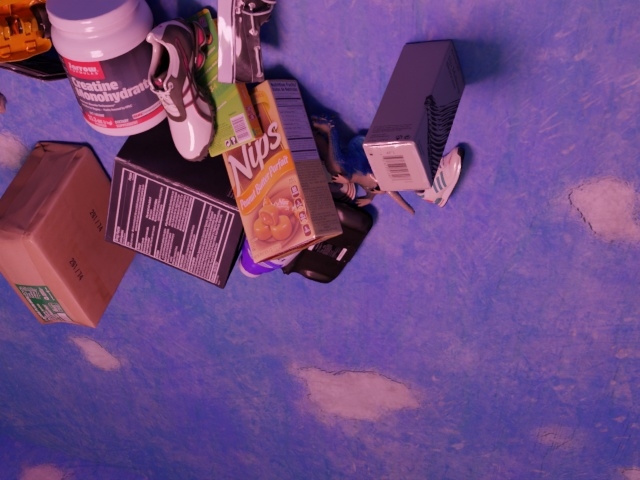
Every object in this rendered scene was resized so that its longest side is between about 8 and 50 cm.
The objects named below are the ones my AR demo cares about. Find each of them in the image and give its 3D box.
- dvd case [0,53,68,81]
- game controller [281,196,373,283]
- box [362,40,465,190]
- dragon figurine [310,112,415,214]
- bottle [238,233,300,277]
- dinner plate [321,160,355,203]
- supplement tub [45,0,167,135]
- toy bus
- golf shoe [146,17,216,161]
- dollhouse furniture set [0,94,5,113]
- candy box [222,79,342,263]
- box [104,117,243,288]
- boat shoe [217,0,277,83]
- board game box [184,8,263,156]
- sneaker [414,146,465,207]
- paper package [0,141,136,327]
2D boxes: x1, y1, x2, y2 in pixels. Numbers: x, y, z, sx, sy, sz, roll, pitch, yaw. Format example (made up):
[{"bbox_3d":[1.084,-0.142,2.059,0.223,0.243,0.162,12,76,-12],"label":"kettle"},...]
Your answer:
[{"bbox_3d":[-0.576,-0.351,1.937,0.164,0.221,0.018,18,105,7],"label":"dvd case"},{"bbox_3d":[0.000,0.000,2.169,0.166,0.067,0.319,13,149,-12],"label":"game controller"},{"bbox_3d":[0.164,-0.215,1.654,0.094,0.275,0.113,-1,137,27],"label":"box"},{"bbox_3d":[0.083,-0.153,1.917,0.289,0.144,0.085,18,151,-18],"label":"dragon figurine"},{"bbox_3d":[-0.104,0.002,2.102,0.118,0.092,0.283,39,148,-5],"label":"bottle"},{"bbox_3d":[0.008,-0.123,2.054,0.141,0.017,0.141,13,141,11],"label":"dinner plate"},{"bbox_3d":[-0.394,-0.352,1.840,0.191,0.191,0.272,8,140,18],"label":"supplement tub"},{"bbox_3d":[-0.606,-0.475,1.819,0.211,0.149,0.220,47,146,38],"label":"toy bus"},{"bbox_3d":[-0.272,-0.275,1.815,0.105,0.120,0.273,8,112,34],"label":"golf shoe"},{"bbox_3d":[-0.801,-0.379,2.140,0.303,0.173,0.355,-16,158,24],"label":"dollhouse furniture set"},{"bbox_3d":[-0.088,-0.132,1.886,0.183,0.087,0.316,-23,82,43],"label":"candy box"},{"bbox_3d":[-0.291,-0.090,2.109,0.294,0.182,0.296,22,141,-1],"label":"box"},{"bbox_3d":[-0.127,-0.412,1.691,0.105,0.113,0.306,1,122,-5],"label":"boat shoe"},{"bbox_3d":[-0.203,-0.300,1.849,0.124,0.039,0.259,-16,98,39],"label":"board game box"},{"bbox_3d":[0.229,-0.128,1.903,0.075,0.057,0.161,17,145,-1],"label":"sneaker"},{"bbox_3d":[-0.598,-0.008,2.259,0.168,0.309,0.325,3,139,24],"label":"paper package"}]
